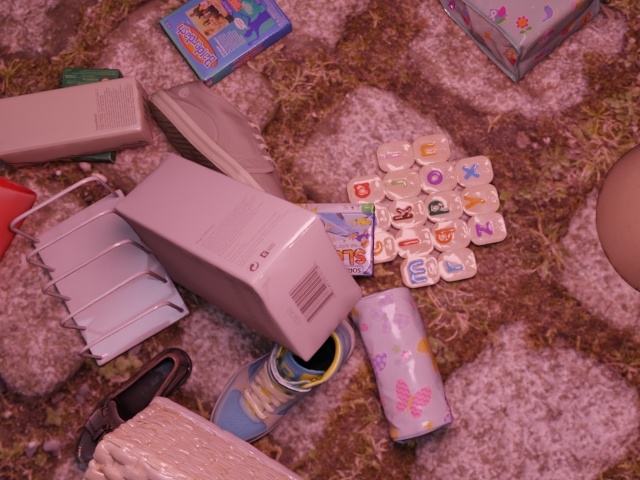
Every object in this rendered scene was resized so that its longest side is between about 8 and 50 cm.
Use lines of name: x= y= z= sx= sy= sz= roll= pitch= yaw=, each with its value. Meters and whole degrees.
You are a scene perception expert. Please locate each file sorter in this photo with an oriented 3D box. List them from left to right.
file sorter: x=-0.397 y=0.055 z=1.508 sx=0.193 sy=0.173 sz=0.278 roll=-31 pitch=81 yaw=-3

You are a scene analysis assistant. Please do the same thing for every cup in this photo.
cup: x=0.680 y=-0.061 z=1.465 sx=0.331 sy=0.237 sz=0.331 roll=0 pitch=79 yaw=2

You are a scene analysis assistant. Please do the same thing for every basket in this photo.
basket: x=-0.234 y=0.485 z=1.350 sx=0.331 sy=0.266 sz=0.328 roll=28 pitch=95 yaw=6

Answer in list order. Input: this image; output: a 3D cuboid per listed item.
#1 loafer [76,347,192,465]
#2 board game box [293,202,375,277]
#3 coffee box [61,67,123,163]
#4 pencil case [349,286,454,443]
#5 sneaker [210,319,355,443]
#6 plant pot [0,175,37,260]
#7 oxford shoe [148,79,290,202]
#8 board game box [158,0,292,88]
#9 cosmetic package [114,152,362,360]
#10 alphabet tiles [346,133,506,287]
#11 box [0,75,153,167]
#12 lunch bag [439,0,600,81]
loafer: x=-0.344 y=0.294 z=1.506 sx=0.096 sy=0.084 sz=0.267 roll=42 pitch=83 yaw=8
board game box: x=0.000 y=0.000 z=1.562 sx=0.201 sy=0.035 sz=0.136 roll=-1 pitch=79 yaw=10
coffee box: x=-0.447 y=-0.242 z=1.629 sx=0.113 sy=0.040 sz=0.184 roll=1 pitch=79 yaw=3
pencil case: x=0.140 y=0.217 z=1.493 sx=0.124 sy=0.113 sz=0.273 roll=-23 pitch=79 yaw=17
sneaker: x=-0.081 y=0.243 z=1.441 sx=0.319 sy=0.208 sz=0.127 roll=-44 pitch=83 yaw=1
plant pot: x=-0.680 y=-0.019 z=1.500 sx=0.275 sy=0.275 sz=0.243 roll=21 pitch=91 yaw=5
oxford shoe: x=-0.139 y=-0.140 z=1.527 sx=0.130 sy=0.169 sz=0.449 roll=-36 pitch=69 yaw=-16
board game box: x=-0.186 y=-0.421 z=1.650 sx=0.210 sy=0.047 sz=0.160 roll=-35 pitch=81 yaw=-5
cosmetic package: x=-0.141 y=0.017 z=1.389 sx=0.385 sy=0.217 sz=0.156 roll=27 pitch=67 yaw=40
alphabet tiles: x=0.199 y=-0.057 z=1.587 sx=0.278 sy=0.021 sz=0.284 roll=-11 pitch=80 yaw=-1
box: x=-0.458 y=-0.217 z=1.555 sx=0.275 sy=0.094 sz=0.113 roll=-8 pitch=79 yaw=2
lunch bag: x=0.364 y=-0.477 z=1.593 sx=0.223 sy=0.160 sz=0.262 roll=-39 pitch=70 yaw=-2
